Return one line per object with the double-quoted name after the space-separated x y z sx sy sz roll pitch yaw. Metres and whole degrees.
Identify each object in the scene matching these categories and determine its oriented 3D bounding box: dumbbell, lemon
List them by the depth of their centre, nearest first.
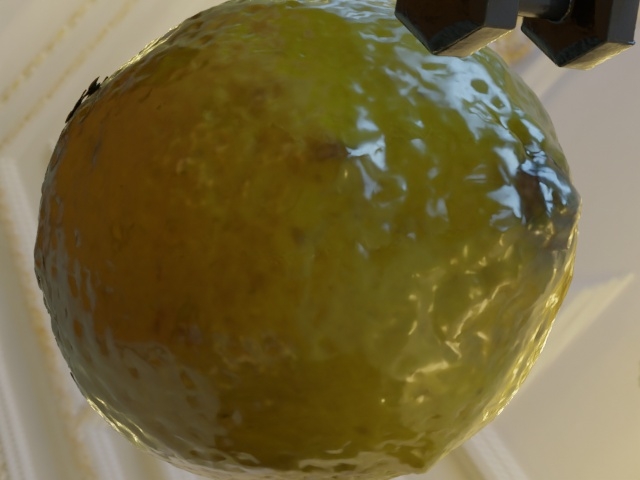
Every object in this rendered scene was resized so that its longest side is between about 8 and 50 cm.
0.061 -0.073 0.448 0.036 0.083 0.040 16 -78 45 "dumbbell"
0.000 0.000 0.995 0.387 0.350 0.350 -13 -130 34 "lemon"
